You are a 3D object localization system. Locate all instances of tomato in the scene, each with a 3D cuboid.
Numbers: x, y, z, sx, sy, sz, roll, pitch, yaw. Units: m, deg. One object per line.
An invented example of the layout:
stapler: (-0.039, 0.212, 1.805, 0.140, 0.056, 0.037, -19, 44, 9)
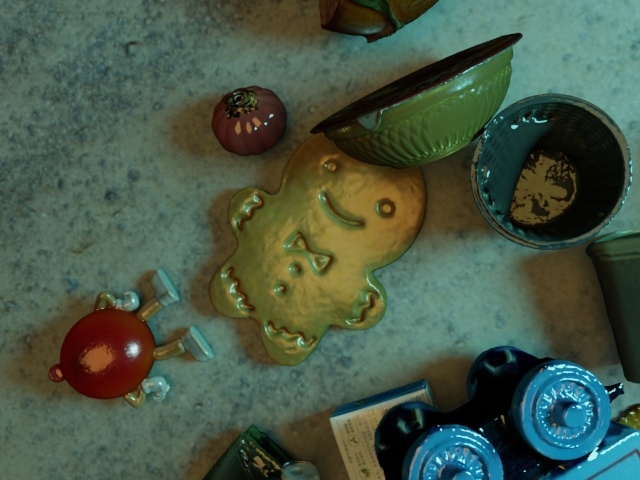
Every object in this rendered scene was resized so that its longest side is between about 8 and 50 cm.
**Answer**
tomato: (0.110, -0.406, 0.825, 0.170, 0.309, 0.309, 12, 93, -18)

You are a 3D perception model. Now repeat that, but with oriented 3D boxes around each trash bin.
trash bin: (0.270, -0.074, 0.803, 0.175, 0.161, 0.175, 0, 88, 11)

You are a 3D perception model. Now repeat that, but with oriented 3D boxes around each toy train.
toy train: (0.227, 0.279, 0.757, 0.300, 0.188, 0.265, -27, 92, -10)

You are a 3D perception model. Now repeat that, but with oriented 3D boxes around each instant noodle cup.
instant noodle cup: (0.125, -0.152, 0.796, 0.274, 0.274, 0.091, -23, 105, 11)

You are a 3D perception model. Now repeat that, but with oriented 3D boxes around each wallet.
wallet: (-0.062, 0.397, 0.935, 0.236, 0.055, 0.160, 41, 105, 9)

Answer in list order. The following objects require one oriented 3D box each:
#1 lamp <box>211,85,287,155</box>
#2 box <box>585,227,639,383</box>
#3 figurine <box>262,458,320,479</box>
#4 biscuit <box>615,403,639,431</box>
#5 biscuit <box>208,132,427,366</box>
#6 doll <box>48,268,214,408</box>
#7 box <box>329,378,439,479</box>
lamp: (-0.100, -0.168, 0.920, 0.107, 0.092, 0.107, -8, 54, 11)
box: (0.462, 0.064, 0.738, 0.274, 0.138, 0.178, -9, 93, 46)
figurine: (-0.079, 0.402, 0.844, 0.193, 0.140, 0.265, 7, 93, -12)
biscuit: (0.399, 0.363, 0.852, 0.232, 0.013, 0.237, -35, 84, 10)
biscuit: (-0.001, 0.000, 0.920, 0.275, 0.052, 0.355, 43, 99, 9)
doll: (-0.288, 0.163, 0.970, 0.217, 0.085, 0.183, -31, 86, -7)
box: (0.112, 0.304, 0.883, 0.139, 0.073, 0.194, -20, 86, 10)
